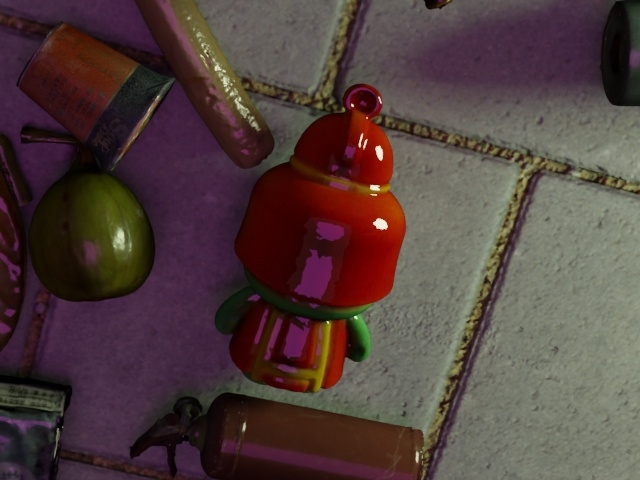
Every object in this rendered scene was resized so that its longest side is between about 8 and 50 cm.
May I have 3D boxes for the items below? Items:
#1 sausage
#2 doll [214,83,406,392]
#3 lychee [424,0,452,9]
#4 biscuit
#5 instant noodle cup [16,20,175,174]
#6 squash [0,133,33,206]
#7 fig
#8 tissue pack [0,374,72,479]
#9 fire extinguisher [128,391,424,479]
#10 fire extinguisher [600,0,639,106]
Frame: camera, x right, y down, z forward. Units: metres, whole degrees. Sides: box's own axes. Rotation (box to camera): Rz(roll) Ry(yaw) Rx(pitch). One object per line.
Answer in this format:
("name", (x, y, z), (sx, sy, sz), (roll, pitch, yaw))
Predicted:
("sausage", (-0.139, -0.211, 1.501), (0.066, 0.066, 0.301), (-27, 107, 5))
("doll", (0.000, 0.000, 1.530), (0.183, 0.160, 0.363), (15, 106, -2))
("lychee", (0.100, -0.366, 1.383), (0.236, 0.236, 0.271), (-12, 84, 0))
("biscuit", (-0.405, -0.008, 1.551), (0.154, 0.045, 0.299), (1, 108, 6))
("instant noodle cup", (-0.244, -0.161, 1.487), (0.136, 0.127, 0.127), (35, 103, -6))
("squash", (-0.347, -0.079, 1.546), (0.027, 0.027, 0.083), (-18, 108, 2))
("fig", (-0.253, -0.022, 1.533), (0.148, 0.142, 0.186), (-3, 69, 25))
("tissue pack", (-0.486, 0.266, 1.604), (0.361, 0.122, 0.259), (11, 111, -10))
("fire extinguisher", (-0.056, 0.256, 1.651), (0.337, 0.106, 0.147), (12, 132, -7))
("fire extinguisher", (0.505, -0.232, 1.515), (0.376, 0.113, 0.200), (2, 108, -5))
